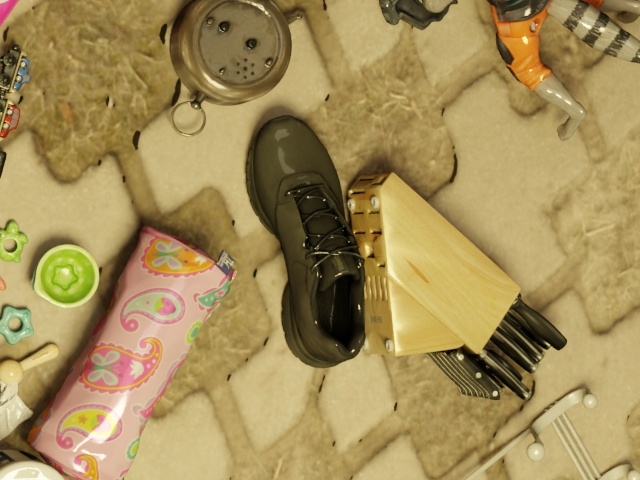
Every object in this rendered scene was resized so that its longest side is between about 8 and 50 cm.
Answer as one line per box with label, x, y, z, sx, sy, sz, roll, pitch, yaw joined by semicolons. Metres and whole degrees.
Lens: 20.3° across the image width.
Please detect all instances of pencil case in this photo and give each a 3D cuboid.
pencil case;-0.198;0.126;1.899;0.124;0.124;0.284;32;78;-16

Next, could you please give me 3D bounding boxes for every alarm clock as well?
alarm clock;-0.106;-0.198;1.966;0.129;0.064;0.192;32;83;-16

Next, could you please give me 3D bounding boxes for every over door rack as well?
over door rack;0.246;0.354;2.056;0.324;0.108;0.239;-32;99;-16

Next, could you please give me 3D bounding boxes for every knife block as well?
knife block;0.165;0.051;2.038;0.242;0.088;0.275;-7;93;-25

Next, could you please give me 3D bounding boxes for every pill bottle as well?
pill bottle;-0.313;0.263;1.829;0.094;0.169;0.094;0;90;-18

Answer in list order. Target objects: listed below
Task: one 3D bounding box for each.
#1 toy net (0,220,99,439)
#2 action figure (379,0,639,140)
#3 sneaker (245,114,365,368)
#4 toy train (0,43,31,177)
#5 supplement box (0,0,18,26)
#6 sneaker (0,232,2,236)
toy net;-0.328;0.102;1.892;0.122;0.045;0.232;25;82;-17
action figure;0.253;-0.332;2.035;0.330;0.178;0.341;41;79;-24
sneaker;0.000;0.000;1.963;0.109;0.130;0.286;-17;94;-17
toy train;-0.337;-0.131;1.901;0.036;0.027;0.158;16;85;-22
supplement box;-0.341;-0.313;1.857;0.111;0.114;0.220;36;77;-16
sneaker;-0.450;-0.007;1.837;0.232;0.081;0.090;17;87;-11
